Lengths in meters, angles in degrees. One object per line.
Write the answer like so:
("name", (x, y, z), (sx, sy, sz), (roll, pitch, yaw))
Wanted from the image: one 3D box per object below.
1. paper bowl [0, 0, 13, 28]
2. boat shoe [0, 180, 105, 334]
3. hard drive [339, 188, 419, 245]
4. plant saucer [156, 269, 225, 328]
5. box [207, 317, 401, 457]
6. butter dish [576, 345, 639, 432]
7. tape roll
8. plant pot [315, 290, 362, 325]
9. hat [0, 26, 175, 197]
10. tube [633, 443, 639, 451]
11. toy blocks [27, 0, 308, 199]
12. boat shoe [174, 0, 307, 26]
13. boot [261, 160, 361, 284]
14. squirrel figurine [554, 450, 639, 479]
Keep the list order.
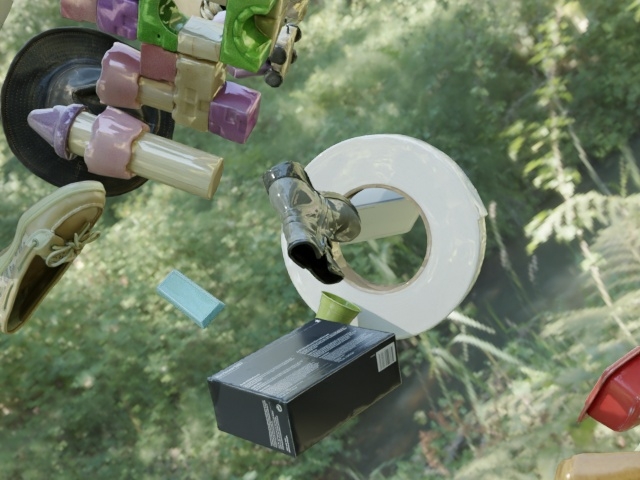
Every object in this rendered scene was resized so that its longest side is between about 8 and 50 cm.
("paper bowl", (-0.350, -0.232, 0.667), (0.284, 0.148, 0.284), (-44, -31, -36))
("boat shoe", (-0.385, 0.023, 1.230), (0.285, 0.089, 0.104), (-43, -22, 31))
("hard drive", (0.120, -0.060, 2.028), (0.233, 0.047, 0.353), (-11, -13, -4))
("plant saucer", (-0.274, 0.116, 1.800), (0.067, 0.018, 0.192), (-48, 44, -13))
("box", (-0.022, 0.228, 1.410), (0.184, 0.103, 0.261), (10, 25, 43))
("butter dish", (0.553, 0.275, 1.517), (0.160, 0.118, 0.160), (-25, -35, -33))
("tape roll", (0.116, -0.006, 1.630), (0.392, 0.392, 0.072), (-35, -5, 22))
("plant pot", (0.022, 0.145, 1.584), (0.083, 0.083, 0.079), (-122, 56, -81))
("hat", (-0.389, -0.227, 1.546), (0.331, 0.331, 0.134), (-43, 27, -22))
("tube", (0.686, 0.417, 1.753), (0.070, 0.062, 0.240), (-73, 2, -61))
("toy blocks", (-0.166, -0.247, 0.836), (0.309, 0.260, 0.289), (-66, -7, -48))
("boat shoe", (-0.174, -0.440, 1.600), (0.302, 0.109, 0.098), (9, 10, 28))
("boot", (0.000, 0.000, 1.280), (0.083, 0.161, 0.246), (-28, -30, 19))
("squirrel figurine", (0.417, 0.403, 0.819), (0.396, 0.371, 0.281), (-4, -25, 7))
